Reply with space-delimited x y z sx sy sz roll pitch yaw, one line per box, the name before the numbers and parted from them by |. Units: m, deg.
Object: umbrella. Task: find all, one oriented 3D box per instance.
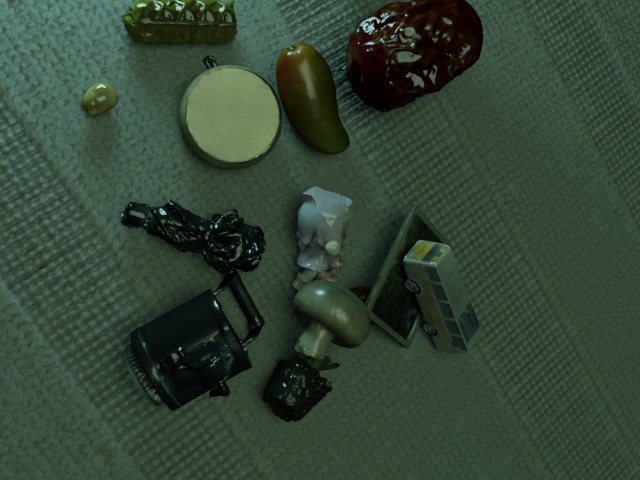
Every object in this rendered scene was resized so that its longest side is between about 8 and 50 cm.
umbrella | -0.287 -0.034 1.711 0.336 0.128 0.154 29 64 -12

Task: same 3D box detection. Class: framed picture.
framed picture | 0.236 0.099 1.927 0.240 0.020 0.324 43 68 -43

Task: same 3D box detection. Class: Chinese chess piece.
Chinese chess piece | -0.214 -0.296 1.748 0.249 0.103 0.250 0 91 -17

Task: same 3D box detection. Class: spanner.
spanner | -0.231 -0.361 1.802 0.046 0.012 0.208 -33 101 -20

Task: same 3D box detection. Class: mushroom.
mushroom | 0.011 0.202 1.752 0.204 0.204 0.204 1 88 -23
mushroom | 0.103 0.177 1.891 0.109 0.085 0.126 1 114 -35

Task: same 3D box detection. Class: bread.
bread | -0.330 -0.518 1.723 0.269 0.098 0.087 -7 50 -23

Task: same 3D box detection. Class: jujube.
jujube | 0.235 -0.487 1.869 0.377 0.276 0.276 -25 98 -24

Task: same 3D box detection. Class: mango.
mango | -0.025 -0.350 1.826 0.146 0.129 0.289 -21 101 -32

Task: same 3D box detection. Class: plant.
plant | -0.047 0.342 1.798 0.203 0.131 0.142 -44 101 -27

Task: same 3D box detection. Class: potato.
potato | -0.504 -0.321 1.657 0.068 0.062 0.083 32 44 8

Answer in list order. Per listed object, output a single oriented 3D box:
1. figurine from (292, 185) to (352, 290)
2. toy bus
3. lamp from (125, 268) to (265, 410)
figurine | 0.000 -0.001 1.816 0.133 0.200 0.276 7 111 -6
toy bus | 0.321 0.152 1.912 0.097 0.138 0.342 -48 127 -32
lamp | -0.299 0.245 1.648 0.272 0.374 0.205 -23 106 10
